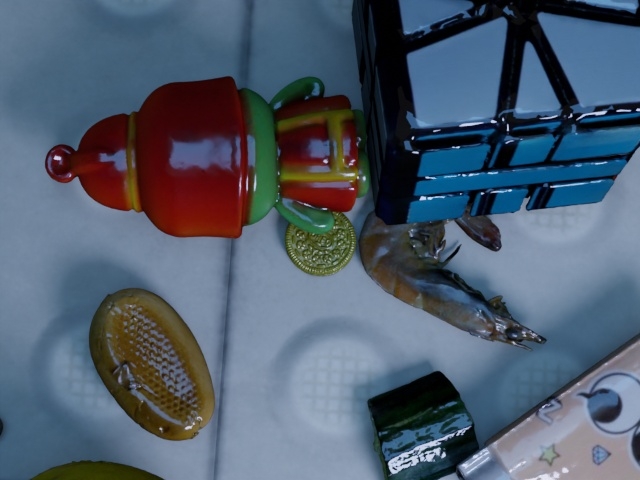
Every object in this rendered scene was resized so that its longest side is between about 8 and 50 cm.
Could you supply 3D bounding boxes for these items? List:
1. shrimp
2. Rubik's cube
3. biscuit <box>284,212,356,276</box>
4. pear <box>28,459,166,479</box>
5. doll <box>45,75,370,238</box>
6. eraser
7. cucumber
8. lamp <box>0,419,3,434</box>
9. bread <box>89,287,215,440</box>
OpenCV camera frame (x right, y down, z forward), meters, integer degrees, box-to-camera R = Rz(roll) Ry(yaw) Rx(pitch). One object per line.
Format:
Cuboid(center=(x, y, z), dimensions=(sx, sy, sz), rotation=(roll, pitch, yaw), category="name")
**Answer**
Cuboid(center=(0.163, 0.033, 1.585), dimensions=(0.251, 0.052, 0.143), rotation=(35, 78, 5), category="shrimp")
Cuboid(center=(0.187, -0.198, 1.497), dimensions=(0.288, 0.283, 0.293), rotation=(-8, 73, -4), category="Rubik's cube")
Cuboid(center=(0.000, 0.000, 1.600), dimensions=(0.084, 0.023, 0.084), rotation=(0, 79, 0), category="biscuit")
Cuboid(center=(-0.210, 0.389, 1.408), dimensions=(0.336, 0.285, 0.285), rotation=(41, 82, 4), category="pear")
Cuboid(center=(-0.127, -0.092, 1.542), dimensions=(0.363, 0.160, 0.183), rotation=(-3, 87, 0), category="doll")
Cuboid(center=(0.310, 0.235, 1.533), dimensions=(0.290, 0.087, 0.171), rotation=(-34, 92, -6), category="eraser")
Cuboid(center=(0.111, 0.218, 1.550), dimensions=(0.115, 0.062, 0.116), rotation=(-21, 83, -8), category="cucumber")
Cuboid(center=(-0.413, 0.257, 1.524), dimensions=(0.091, 0.091, 0.163), rotation=(38, 68, 5), category="lamp")
Cuboid(center=(-0.190, 0.142, 1.547), dimensions=(0.114, 0.077, 0.189), rotation=(-27, 81, -26), category="bread")
